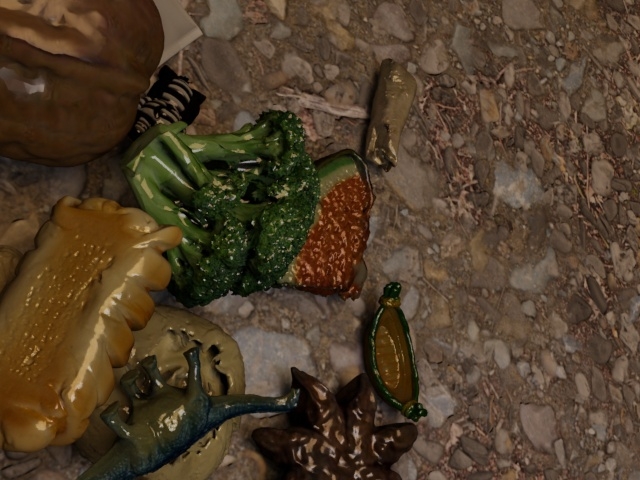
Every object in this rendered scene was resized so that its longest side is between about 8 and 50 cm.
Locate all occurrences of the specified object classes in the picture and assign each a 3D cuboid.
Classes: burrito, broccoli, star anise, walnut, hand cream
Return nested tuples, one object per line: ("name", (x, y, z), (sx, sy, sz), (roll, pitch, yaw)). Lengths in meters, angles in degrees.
("burrito", (0.127, -0.225, 1.523), (0.087, 0.060, 0.226), (27, 60, -23))
("broccoli", (-0.138, -0.056, 1.126), (0.275, 0.308, 0.308), (47, 53, -32))
("star anise", (0.027, 0.344, 1.235), (0.315, 0.108, 0.315), (17, 58, -29))
("walnut", (-0.383, -0.260, 1.062), (0.344, 0.306, 0.306), (21, 64, -34))
("hand cream", (-0.299, -0.394, 1.297), (0.248, 0.083, 0.133), (53, 56, -19))

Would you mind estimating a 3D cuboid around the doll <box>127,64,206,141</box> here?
("doll", (-0.234, -0.194, 1.249), (0.091, 0.067, 0.219), (35, 33, -13))

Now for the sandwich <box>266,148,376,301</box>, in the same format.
("sandwich", (-0.004, -0.014, 1.343), (0.212, 0.109, 0.292), (29, 65, -33))

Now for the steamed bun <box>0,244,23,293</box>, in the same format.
("steamed bun", (-0.429, 0.070, 1.020), (0.155, 0.141, 0.172), (-20, 91, -46))

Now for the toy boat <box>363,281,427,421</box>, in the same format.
("toy boat", (0.122, 0.186, 1.364), (0.089, 0.088, 0.229), (-5, 78, -34))

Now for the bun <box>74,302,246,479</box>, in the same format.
("bun", (-0.206, 0.200, 1.106), (0.259, 0.152, 0.259), (10, 70, -29))

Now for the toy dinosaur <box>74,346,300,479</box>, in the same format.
("toy dinosaur", (-0.193, 0.220, 0.981), (0.363, 0.076, 0.147), (-27, 108, -23))

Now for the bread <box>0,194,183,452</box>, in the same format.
("bread", (-0.292, 0.096, 0.960), (0.173, 0.121, 0.311), (19, 66, 12))
